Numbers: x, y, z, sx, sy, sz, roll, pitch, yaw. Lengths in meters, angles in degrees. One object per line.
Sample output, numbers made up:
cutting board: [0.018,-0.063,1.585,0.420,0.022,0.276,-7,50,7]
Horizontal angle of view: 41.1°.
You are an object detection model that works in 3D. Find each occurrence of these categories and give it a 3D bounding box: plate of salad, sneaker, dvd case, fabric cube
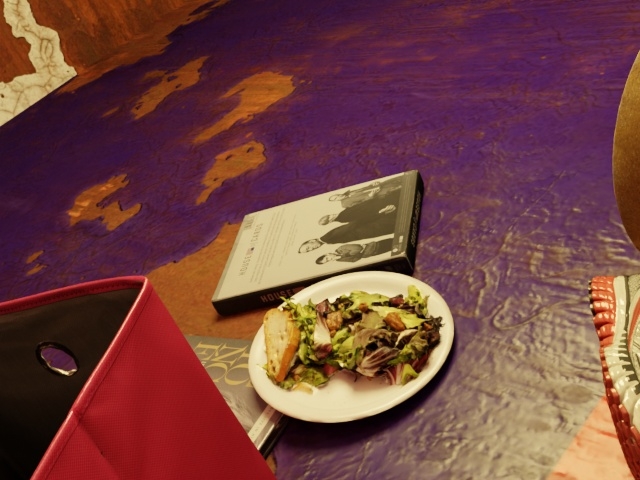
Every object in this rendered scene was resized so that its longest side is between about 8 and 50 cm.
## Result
plate of salad: [0.025,0.088,0.808,0.200,0.048,0.199,-12,35,8]
sneaker: [0.249,0.091,0.606,0.093,0.088,0.225,-13,32,20]
dvd case: [-0.116,0.159,0.856,0.221,0.018,0.164,0,38,37]
fabric cube: [-0.199,0.216,0.590,0.254,0.258,0.259,-13,32,24]
dvd case: [0.000,0.000,1.009,0.239,0.029,0.179,-15,31,21]

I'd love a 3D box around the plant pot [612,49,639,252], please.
plant pot: [0.384,-0.062,0.589,0.237,0.237,0.254,-39,32,-21]
